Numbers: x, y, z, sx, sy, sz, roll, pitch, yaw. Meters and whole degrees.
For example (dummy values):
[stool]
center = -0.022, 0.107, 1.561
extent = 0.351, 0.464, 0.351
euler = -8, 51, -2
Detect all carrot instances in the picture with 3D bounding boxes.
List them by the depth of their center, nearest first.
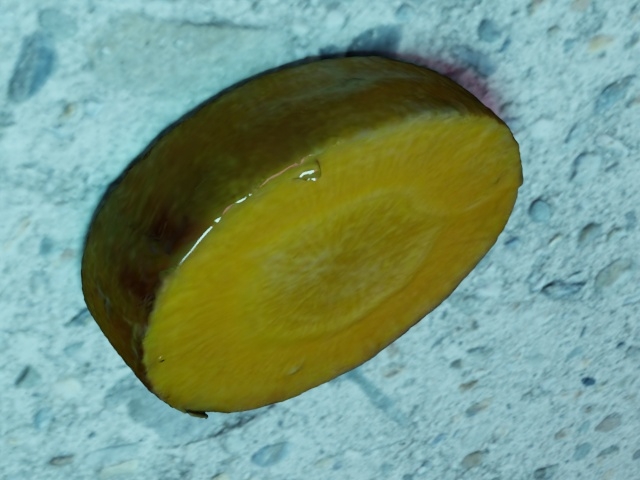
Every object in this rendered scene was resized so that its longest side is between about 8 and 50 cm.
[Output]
[carrot]
center = 0.000, 0.000, 0.998
extent = 0.307, 0.100, 0.258
euler = -18, 141, -22
